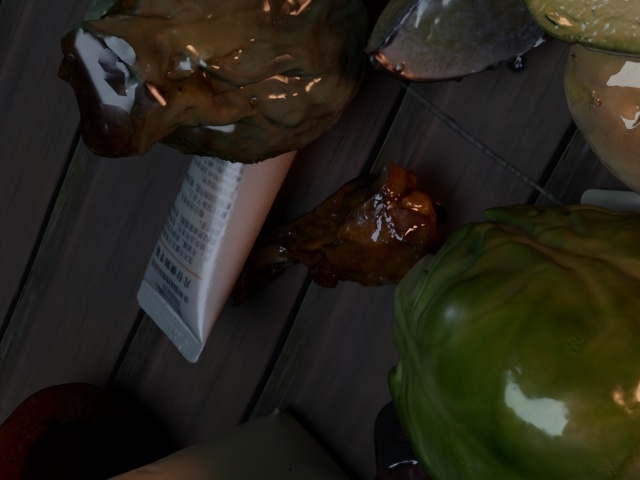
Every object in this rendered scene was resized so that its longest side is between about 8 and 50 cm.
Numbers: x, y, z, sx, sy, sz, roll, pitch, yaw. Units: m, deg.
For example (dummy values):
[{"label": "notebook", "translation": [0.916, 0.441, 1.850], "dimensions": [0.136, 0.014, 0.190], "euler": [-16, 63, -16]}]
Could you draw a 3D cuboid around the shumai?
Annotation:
[{"label": "shumai", "translation": [-0.085, -0.159, 1.519], "dimensions": [0.272, 0.203, 0.222], "euler": [-23, 103, 1]}]

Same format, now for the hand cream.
[{"label": "hand cream", "translation": [-0.092, -0.041, 1.692], "dimensions": [0.140, 0.089, 0.314], "euler": [46, 114, 47]}]

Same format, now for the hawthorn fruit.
[{"label": "hawthorn fruit", "translation": [-0.279, 0.263, 1.891], "dimensions": [0.189, 0.189, 0.251], "euler": [58, 141, 12]}]

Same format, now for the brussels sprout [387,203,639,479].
[{"label": "brussels sprout", "translation": [0.199, 0.107, 1.421], "dimensions": [0.354, 0.289, 0.281], "euler": [37, 139, 49]}]

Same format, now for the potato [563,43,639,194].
[{"label": "potato", "translation": [0.280, -0.109, 1.415], "dimensions": [0.161, 0.128, 0.235], "euler": [-21, 92, 41]}]

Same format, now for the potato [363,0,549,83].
[{"label": "potato", "translation": [0.158, -0.238, 1.521], "dimensions": [0.120, 0.100, 0.261], "euler": [36, 110, -19]}]

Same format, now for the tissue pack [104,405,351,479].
[{"label": "tissue pack", "translation": [-0.097, 0.351, 1.640], "dimensions": [0.297, 0.380, 0.207], "euler": [48, 124, 17]}]

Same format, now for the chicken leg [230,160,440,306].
[{"label": "chicken leg", "translation": [0.000, 0.000, 1.684], "dimensions": [0.304, 0.093, 0.113], "euler": [-12, 71, 46]}]

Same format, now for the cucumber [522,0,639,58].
[{"label": "cucumber", "translation": [0.310, -0.218, 1.322], "dimensions": [0.325, 0.105, 0.145], "euler": [-9, 116, 11]}]

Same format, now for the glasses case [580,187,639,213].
[{"label": "glasses case", "translation": [0.264, -0.028, 1.511], "dimensions": [0.083, 0.021, 0.032], "euler": [4, 103, 36]}]

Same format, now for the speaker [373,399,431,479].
[{"label": "speaker", "translation": [0.142, 0.301, 1.542], "dimensions": [0.198, 0.329, 0.259], "euler": [-38, 114, 19]}]
